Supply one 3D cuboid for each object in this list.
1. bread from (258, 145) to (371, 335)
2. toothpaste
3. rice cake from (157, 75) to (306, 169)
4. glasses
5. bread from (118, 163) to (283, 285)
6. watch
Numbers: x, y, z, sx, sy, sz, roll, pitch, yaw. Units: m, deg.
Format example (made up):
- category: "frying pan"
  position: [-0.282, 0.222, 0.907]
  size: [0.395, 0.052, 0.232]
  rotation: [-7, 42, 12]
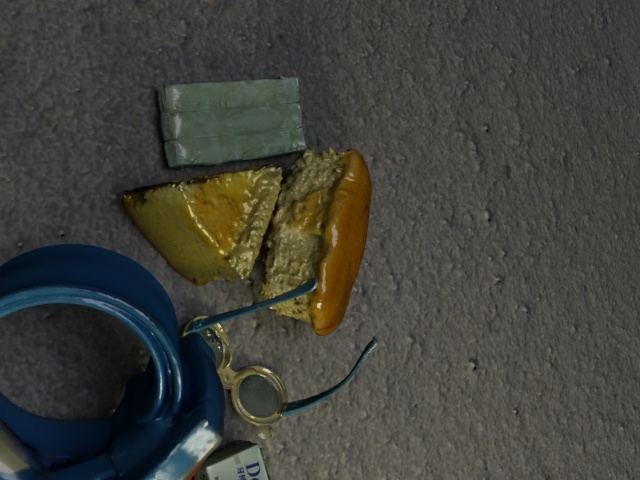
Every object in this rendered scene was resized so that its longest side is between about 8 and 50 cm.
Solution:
- category: "bread"
  position: [0.000, 0.000, 1.108]
  size: [0.174, 0.121, 0.245]
  rotation: [60, 39, -65]
- category: "toothpaste"
  position: [-0.080, 0.426, 1.056]
  size: [0.081, 0.067, 0.336]
  rotation: [-17, 94, -35]
- category: "rice cake"
  position: [-0.118, -0.161, 1.119]
  size: [0.211, 0.038, 0.124]
  rotation: [-5, 87, -35]
- category: "glasses"
  position: [-0.047, 0.128, 1.049]
  size: [0.189, 0.221, 0.088]
  rotation: [46, 24, -23]
- category: "bread"
  position: [-0.147, -0.055, 1.023]
  size: [0.160, 0.140, 0.169]
  rotation: [38, 60, -38]
- category: "watch"
  position: [-0.277, 0.165, 0.876]
  size: [0.305, 0.241, 0.274]
  rotation: [-38, 112, 2]
